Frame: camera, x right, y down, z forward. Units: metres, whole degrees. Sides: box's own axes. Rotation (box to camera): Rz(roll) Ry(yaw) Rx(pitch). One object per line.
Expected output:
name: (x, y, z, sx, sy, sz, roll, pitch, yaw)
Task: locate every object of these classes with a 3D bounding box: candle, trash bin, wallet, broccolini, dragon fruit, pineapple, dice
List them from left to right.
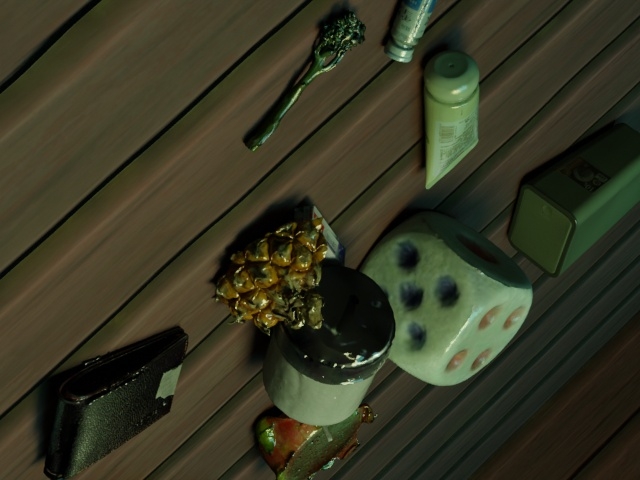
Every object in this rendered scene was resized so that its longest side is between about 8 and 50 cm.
wallet: (-0.338, 0.275, 1.702, 0.262, 0.071, 0.220, -27, 146, -42)
pineapple: (-0.084, 0.091, 1.690, 0.140, 0.164, 0.250, 4, 145, -42)
broccolini: (-0.021, -0.228, 1.497, 0.071, 0.057, 0.254, 34, 98, -17)
dragon fruit: (-0.022, 0.426, 2.225, 0.295, 0.130, 0.268, -50, 151, 7)
candle: (0.004, 0.212, 1.897, 0.221, 0.221, 0.342, -27, 156, -31)
dice: (0.244, 0.116, 2.047, 0.268, 0.265, 0.262, 5, 124, -55)
trash bin: (0.616, -0.108, 2.369, 0.343, 0.158, 0.223, -37, 151, -27)

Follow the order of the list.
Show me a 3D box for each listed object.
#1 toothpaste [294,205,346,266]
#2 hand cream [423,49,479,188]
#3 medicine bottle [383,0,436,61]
toothpaste: (0.000, 0.000, 1.802, 0.040, 0.047, 0.196, -6, 155, 17)
hand cream: (0.236, -0.214, 1.805, 0.147, 0.093, 0.306, -43, 153, -16)
medicine bottle: (0.151, -0.365, 1.547, 0.051, 0.051, 0.191, -15, 139, -43)
